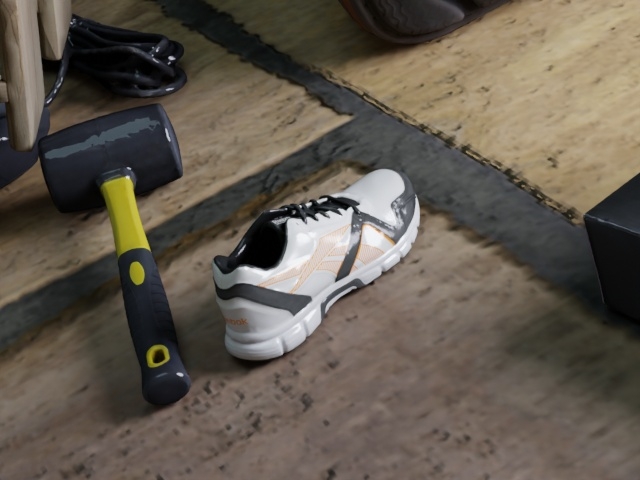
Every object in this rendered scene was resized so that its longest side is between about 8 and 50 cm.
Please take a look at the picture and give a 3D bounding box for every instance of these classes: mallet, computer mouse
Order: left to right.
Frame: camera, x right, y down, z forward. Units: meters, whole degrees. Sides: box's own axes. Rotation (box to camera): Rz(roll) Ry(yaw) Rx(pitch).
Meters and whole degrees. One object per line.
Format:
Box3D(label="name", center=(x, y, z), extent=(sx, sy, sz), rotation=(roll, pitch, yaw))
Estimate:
Box3D(label="computer mouse", center=(-0.213, -0.062, 0.861), extent=(0.262, 0.060, 0.184), rotation=(-36, 37, -25))
Box3D(label="mallet", center=(-0.069, 0.001, 0.721), extent=(0.062, 0.039, 0.190), rotation=(-22, 37, -9))

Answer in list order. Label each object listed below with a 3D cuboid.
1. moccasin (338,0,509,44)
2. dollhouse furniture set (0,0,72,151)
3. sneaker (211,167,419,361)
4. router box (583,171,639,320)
Box3D(label="moccasin", center=(0.169, -0.217, 0.840), extent=(0.380, 0.139, 0.147), rotation=(-26, 40, 6))
Box3D(label="dollhouse furniture set", center=(-0.232, -0.107, 0.731), extent=(0.212, 0.161, 0.242), rotation=(1, 39, 1))
Box3D(label="sneaker", center=(0.000, 0.000, 0.672), extent=(0.040, 0.044, 0.109), rotation=(9, 40, 40))
Box3D(label="router box", center=(0.196, -0.002, 0.568), extent=(0.133, 0.046, 0.179), rotation=(-35, 35, -22))
